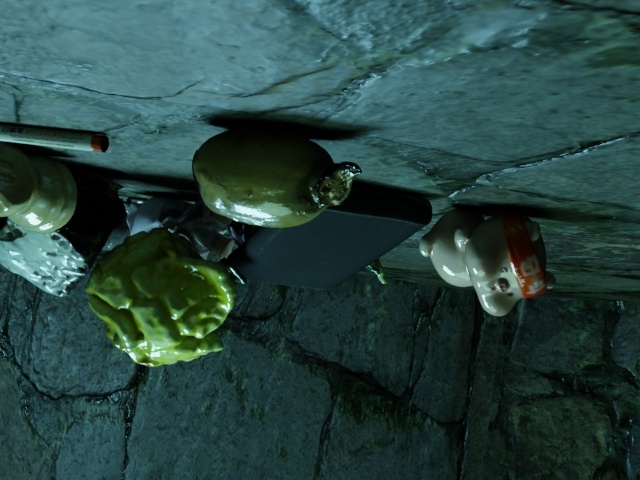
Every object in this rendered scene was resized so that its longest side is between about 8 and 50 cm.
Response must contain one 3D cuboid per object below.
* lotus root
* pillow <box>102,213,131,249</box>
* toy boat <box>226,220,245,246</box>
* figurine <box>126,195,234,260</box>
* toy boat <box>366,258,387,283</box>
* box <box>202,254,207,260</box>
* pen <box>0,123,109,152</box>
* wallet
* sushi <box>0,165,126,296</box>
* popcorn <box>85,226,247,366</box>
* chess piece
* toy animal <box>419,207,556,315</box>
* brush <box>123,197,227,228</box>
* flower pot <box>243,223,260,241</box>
[{"bbox_3d":[-0.050,-0.073,1.113,0.221,0.118,0.125,9,-167,22],"label":"lotus root"},{"bbox_3d":[-0.558,-0.023,2.416,0.228,0.101,0.326,-10,-175,-38],"label":"pillow"},{"bbox_3d":[-0.140,-0.027,2.029,0.097,0.100,0.223,-28,-173,-8],"label":"toy boat"},{"bbox_3d":[-0.282,-0.026,1.936,0.276,0.200,0.133,1,131,42],"label":"figurine"},{"bbox_3d":[0.050,0.026,2.266,0.293,0.099,0.108,13,180,38],"label":"toy boat"},{"bbox_3d":[-0.351,0.045,2.483,0.058,0.201,0.141,11,173,-35],"label":"box"},{"bbox_3d":[-0.401,-0.146,1.326,0.218,0.026,0.026,7,175,10],"label":"pen"},{"bbox_3d":[0.000,-0.001,1.611,0.229,0.062,0.406,10,159,-19],"label":"wallet"},{"bbox_3d":[-0.504,-0.040,1.782,0.234,0.207,0.349,37,153,-18],"label":"sushi"},{"bbox_3d":[-0.288,0.114,1.759,0.293,0.237,0.293,39,168,10],"label":"popcorn"},{"bbox_3d":[-0.501,-0.100,1.467,0.137,0.137,0.301,6,172,16],"label":"chess piece"},{"bbox_3d":[0.277,0.027,1.535,0.198,0.171,0.171,13,180,44],"label":"toy animal"},{"bbox_3d":[-0.356,-0.057,2.154,0.323,0.051,0.070,11,177,-33],"label":"brush"},{"bbox_3d":[-0.098,-0.035,1.769,0.111,0.089,0.111,8,175,1],"label":"flower pot"}]
